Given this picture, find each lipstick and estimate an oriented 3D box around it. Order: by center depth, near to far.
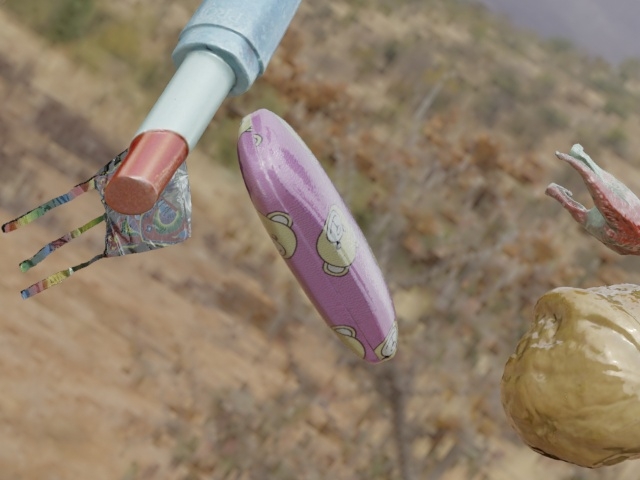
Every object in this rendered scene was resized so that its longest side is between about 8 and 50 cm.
[{"bbox_3d":[-0.079,-0.124,1.298,0.068,0.274,0.061,3,-42,31],"label":"lipstick"}]

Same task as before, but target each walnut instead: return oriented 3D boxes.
[{"bbox_3d":[0.212,0.098,1.328,0.149,0.167,0.166,59,6,-18],"label":"walnut"}]

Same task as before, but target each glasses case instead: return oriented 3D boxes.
[{"bbox_3d":[0.000,0.000,1.795,0.123,0.076,0.316,-101,164,-50],"label":"glasses case"}]

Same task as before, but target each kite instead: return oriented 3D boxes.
[{"bbox_3d":[-0.248,-0.027,2.011,0.015,0.152,0.285,10,28,37],"label":"kite"}]

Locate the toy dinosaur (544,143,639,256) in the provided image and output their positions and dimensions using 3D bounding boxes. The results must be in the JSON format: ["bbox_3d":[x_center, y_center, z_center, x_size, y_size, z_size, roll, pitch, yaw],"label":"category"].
[{"bbox_3d":[0.281,-0.024,1.694,0.167,0.053,0.242,42,-3,25],"label":"toy dinosaur"}]

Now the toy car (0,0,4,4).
[{"bbox_3d":[-0.332,-0.393,1.841,0.242,0.336,0.226,43,-32,-6],"label":"toy car"}]
